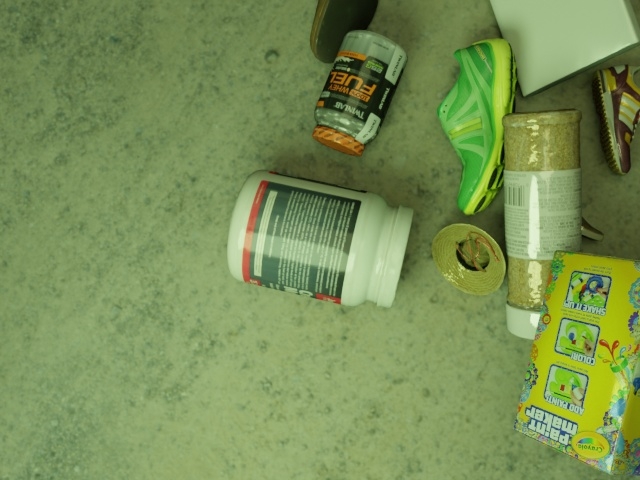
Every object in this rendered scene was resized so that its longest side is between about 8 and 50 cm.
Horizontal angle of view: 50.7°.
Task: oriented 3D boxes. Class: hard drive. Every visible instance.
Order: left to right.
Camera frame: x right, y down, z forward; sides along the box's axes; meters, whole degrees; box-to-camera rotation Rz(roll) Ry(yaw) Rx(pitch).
[{"bbox_3d":[0.375,-0.419,1.103,0.203,0.040,0.307,-22,84,47],"label":"hard drive"}]

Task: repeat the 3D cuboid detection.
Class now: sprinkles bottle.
[{"bbox_3d":[0.352,-0.026,1.069,0.121,0.121,0.355,-3,100,5],"label":"sprinkles bottle"}]

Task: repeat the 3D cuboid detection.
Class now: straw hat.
[{"bbox_3d":[0.263,0.018,1.133,0.144,0.144,0.061,47,54,6],"label":"straw hat"}]

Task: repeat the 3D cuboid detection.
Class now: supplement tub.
[{"bbox_3d":[0.000,0.000,1.100,0.273,0.191,0.191,13,89,6],"label":"supplement tub"},{"bbox_3d":[0.062,-0.246,1.144,0.117,0.117,0.190,21,89,6],"label":"supplement tub"}]

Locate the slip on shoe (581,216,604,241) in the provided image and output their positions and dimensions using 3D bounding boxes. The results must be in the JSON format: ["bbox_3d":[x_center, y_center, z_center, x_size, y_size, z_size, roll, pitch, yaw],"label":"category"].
[{"bbox_3d":[0.417,-0.042,1.136,0.135,0.051,0.041,28,96,13],"label":"slip on shoe"}]

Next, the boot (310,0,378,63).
[{"bbox_3d":[0.037,-0.460,1.183,0.115,0.112,0.305,23,94,36],"label":"boot"}]

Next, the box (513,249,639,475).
[{"bbox_3d":[0.475,0.184,0.990,0.290,0.177,0.279,15,88,-30],"label":"box"}]

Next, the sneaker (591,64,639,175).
[{"bbox_3d":[0.511,-0.203,1.124,0.084,0.069,0.185,-9,87,10],"label":"sneaker"}]

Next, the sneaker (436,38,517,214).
[{"bbox_3d":[0.260,-0.189,1.143,0.124,0.109,0.295,6,89,28],"label":"sneaker"}]
